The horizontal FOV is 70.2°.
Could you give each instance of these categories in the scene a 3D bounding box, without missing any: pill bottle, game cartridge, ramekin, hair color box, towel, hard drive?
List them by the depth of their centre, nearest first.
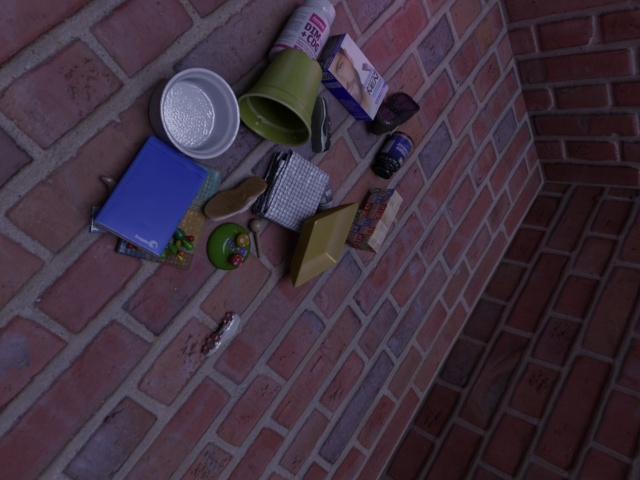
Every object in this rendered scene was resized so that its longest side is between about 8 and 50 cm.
[{"bbox_3d":[-0.673,-0.064,1.392,0.056,0.017,0.083,0,99,-47],"label":"game cartridge"},{"bbox_3d":[-0.511,-0.137,1.398,0.210,0.040,0.319,34,66,-24],"label":"hard drive"},{"bbox_3d":[-0.413,-0.408,1.476,0.277,0.135,0.278,-12,109,-41],"label":"ramekin"},{"bbox_3d":[-0.502,-0.104,1.531,0.271,0.040,0.371,21,87,-43],"label":"towel"},{"bbox_3d":[-0.063,-0.764,1.706,0.160,0.160,0.283,37,74,-42],"label":"pill bottle"},{"bbox_3d":[-0.121,-0.194,1.815,0.235,0.121,0.284,25,84,-42],"label":"towel"},{"bbox_3d":[0.138,-0.690,1.952,0.338,0.110,0.185,34,77,-41],"label":"hair color box"},{"bbox_3d":[0.011,-0.195,1.963,0.078,0.078,0.137,-34,121,-33],"label":"pill bottle"},{"bbox_3d":[0.350,-0.409,2.203,0.123,0.122,0.219,45,71,-40],"label":"pill bottle"}]

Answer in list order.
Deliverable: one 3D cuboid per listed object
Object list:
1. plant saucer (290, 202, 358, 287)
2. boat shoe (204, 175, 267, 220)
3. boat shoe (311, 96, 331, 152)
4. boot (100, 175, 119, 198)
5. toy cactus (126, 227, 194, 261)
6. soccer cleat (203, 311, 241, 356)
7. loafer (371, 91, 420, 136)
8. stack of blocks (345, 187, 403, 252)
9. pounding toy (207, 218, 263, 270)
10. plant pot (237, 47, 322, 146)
[{"bbox_3d":[0.000,0.000,1.905,0.332,0.081,0.333,-27,143,-52],"label":"plant saucer"},{"bbox_3d":[-0.308,-0.135,1.658,0.098,0.096,0.277,46,51,9],"label":"boat shoe"},{"bbox_3d":[0.007,-0.483,1.897,0.068,0.081,0.228,-20,120,-42],"label":"boat shoe"},{"bbox_3d":[-0.632,-0.135,1.391,0.118,0.042,0.087,33,70,-48],"label":"boot"},{"bbox_3d":[-0.501,-0.029,1.467,0.218,0.112,0.181,12,83,-34],"label":"toy cactus"},{"bbox_3d":[-0.370,0.366,1.743,0.196,0.068,0.076,-56,134,-23],"label":"soccer cleat"},{"bbox_3d":[0.344,-0.602,2.176,0.134,0.130,0.366,50,48,7],"label":"loafer"},{"bbox_3d":[0.243,-0.101,2.140,0.087,0.171,0.297,42,70,-40],"label":"stack of blocks"},{"bbox_3d":[-0.294,0.024,1.703,0.236,0.110,0.183,-18,112,-39],"label":"pounding toy"},{"bbox_3d":[-0.117,-0.513,1.593,0.276,0.276,0.254,39,65,-41],"label":"plant pot"}]
